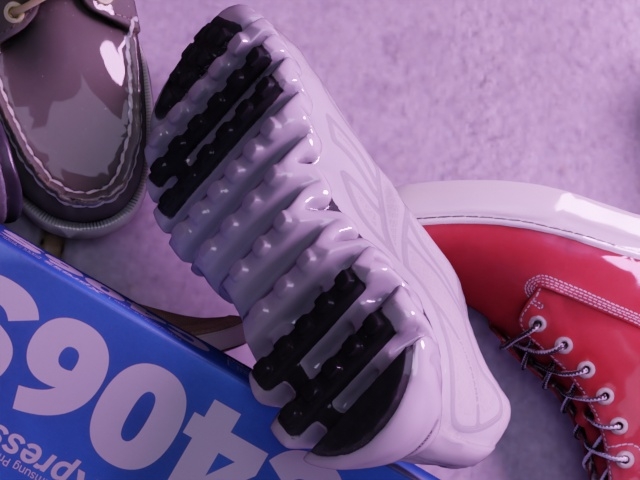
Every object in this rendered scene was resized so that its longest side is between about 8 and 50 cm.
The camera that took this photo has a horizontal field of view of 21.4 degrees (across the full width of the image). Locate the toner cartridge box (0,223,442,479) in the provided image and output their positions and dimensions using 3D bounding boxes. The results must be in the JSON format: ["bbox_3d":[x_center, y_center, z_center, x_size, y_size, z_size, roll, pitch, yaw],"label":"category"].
[{"bbox_3d":[-0.059,0.145,0.831,0.348,0.075,0.165,30,91,-5],"label":"toner cartridge box"}]

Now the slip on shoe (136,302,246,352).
[{"bbox_3d":[-0.103,0.049,0.889,0.135,0.051,0.041,-9,84,-7],"label":"slip on shoe"}]

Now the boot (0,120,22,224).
[{"bbox_3d":[-0.321,-0.093,0.836,0.223,0.118,0.338,-42,105,-26],"label":"boot"}]

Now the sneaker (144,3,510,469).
[{"bbox_3d":[0.000,0.000,0.851,0.118,0.110,0.292,21,34,-45],"label":"sneaker"}]

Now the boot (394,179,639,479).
[{"bbox_3d":[0.128,0.070,0.917,0.244,0.088,0.176,13,75,-13],"label":"boot"}]

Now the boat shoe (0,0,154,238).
[{"bbox_3d":[-0.154,-0.153,0.907,0.109,0.091,0.305,-11,78,-15],"label":"boat shoe"}]
